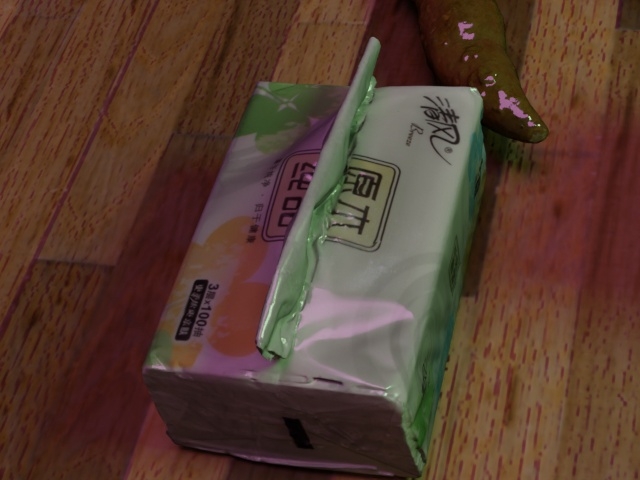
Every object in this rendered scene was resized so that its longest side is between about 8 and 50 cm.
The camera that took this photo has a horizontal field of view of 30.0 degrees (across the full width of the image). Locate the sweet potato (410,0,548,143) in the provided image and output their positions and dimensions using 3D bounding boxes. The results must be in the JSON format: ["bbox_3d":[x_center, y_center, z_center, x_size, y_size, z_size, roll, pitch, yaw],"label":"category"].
[{"bbox_3d":[0.098,-0.155,0.864,0.067,0.067,0.274,-19,44,-2],"label":"sweet potato"}]

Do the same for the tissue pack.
[{"bbox_3d":[0.000,0.000,0.703,0.159,0.145,0.229,5,53,18],"label":"tissue pack"}]
